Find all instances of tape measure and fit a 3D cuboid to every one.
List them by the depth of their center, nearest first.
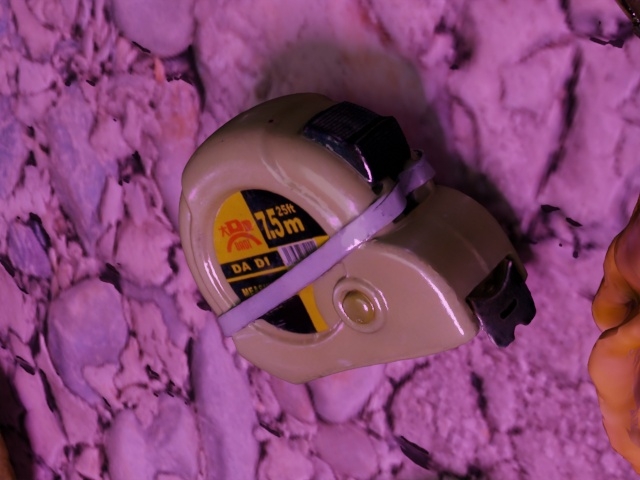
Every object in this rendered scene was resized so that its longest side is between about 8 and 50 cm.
[{"bbox_3d":[0.000,0.000,0.603,0.177,0.087,0.154,-22,103,43],"label":"tape measure"}]

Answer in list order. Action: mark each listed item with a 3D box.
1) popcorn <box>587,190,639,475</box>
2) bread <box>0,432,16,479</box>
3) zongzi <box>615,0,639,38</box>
[{"bbox_3d":[0.213,0.060,0.392,0.250,0.190,0.250,13,116,28],"label":"popcorn"},{"bbox_3d":[-0.414,0.204,0.860,0.348,0.308,0.348,21,123,36],"label":"bread"},{"bbox_3d":[0.179,-0.091,0.457,0.109,0.055,0.119,-25,101,39],"label":"zongzi"}]
